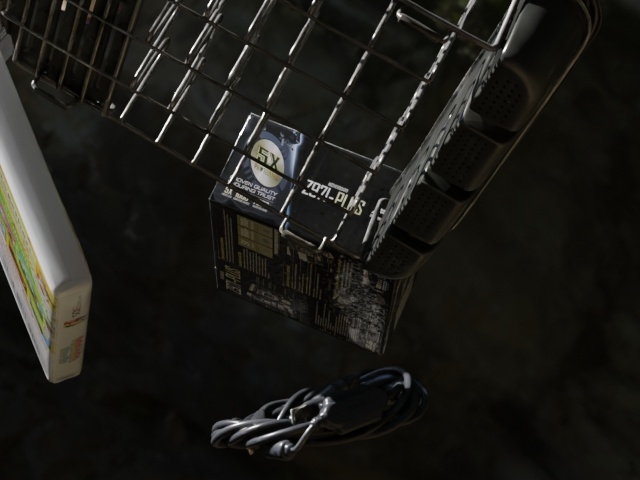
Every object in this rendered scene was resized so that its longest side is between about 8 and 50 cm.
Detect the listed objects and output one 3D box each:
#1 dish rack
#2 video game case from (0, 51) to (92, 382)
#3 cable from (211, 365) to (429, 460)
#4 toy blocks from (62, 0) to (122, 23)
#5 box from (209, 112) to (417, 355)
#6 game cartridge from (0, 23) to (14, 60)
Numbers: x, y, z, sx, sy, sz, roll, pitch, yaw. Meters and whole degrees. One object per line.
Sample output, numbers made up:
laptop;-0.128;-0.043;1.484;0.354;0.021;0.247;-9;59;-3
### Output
dish rack;-0.026;-0.098;0.739;0.074;0.271;0.208;-63;2;-38
video game case;-0.189;-0.043;0.899;0.026;0.227;0.206;-20;-14;-16
cable;0.001;0.144;1.228;0.150;0.047;0.184;-17;0;44
toy blocks;-0.269;-0.371;1.735;0.260;0.288;0.309;4;-79;-63
box;0.000;0.000;1.129;0.180;0.147;0.078;93;-160;-67
game cartridge;-0.317;-0.190;1.425;0.083;0.017;0.056;-51;-55;-17
